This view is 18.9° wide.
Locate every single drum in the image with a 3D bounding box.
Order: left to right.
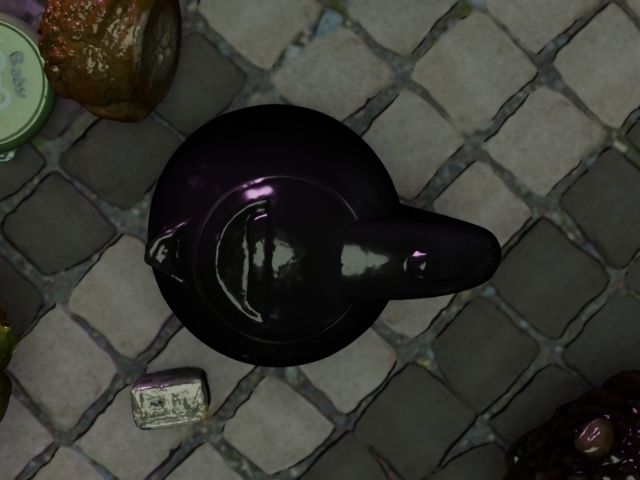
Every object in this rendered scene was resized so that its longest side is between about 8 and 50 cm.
[{"bbox_3d":[-0.334,-0.102,1.561,0.253,0.049,0.130,-23,96,0],"label":"drum"}]

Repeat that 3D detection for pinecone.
[{"bbox_3d":[0.266,0.224,1.535,0.224,0.224,0.272,-42,127,2],"label":"pinecone"}]

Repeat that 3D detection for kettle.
[{"bbox_3d":[0.000,0.000,1.465,0.268,0.290,0.207,0,94,-4],"label":"kettle"}]

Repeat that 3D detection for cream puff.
[{"bbox_3d":[-0.169,-0.162,1.521,0.103,0.144,0.126,13,73,9],"label":"cream puff"}]

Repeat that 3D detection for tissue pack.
[{"bbox_3d":[-0.122,0.129,1.573,0.062,0.083,0.042,-10,94,-2],"label":"tissue pack"}]

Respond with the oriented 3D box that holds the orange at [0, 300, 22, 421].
[{"bbox_3d":[-0.381,0.108,1.493,0.300,0.223,0.301,-11,96,-12],"label":"orange"}]
